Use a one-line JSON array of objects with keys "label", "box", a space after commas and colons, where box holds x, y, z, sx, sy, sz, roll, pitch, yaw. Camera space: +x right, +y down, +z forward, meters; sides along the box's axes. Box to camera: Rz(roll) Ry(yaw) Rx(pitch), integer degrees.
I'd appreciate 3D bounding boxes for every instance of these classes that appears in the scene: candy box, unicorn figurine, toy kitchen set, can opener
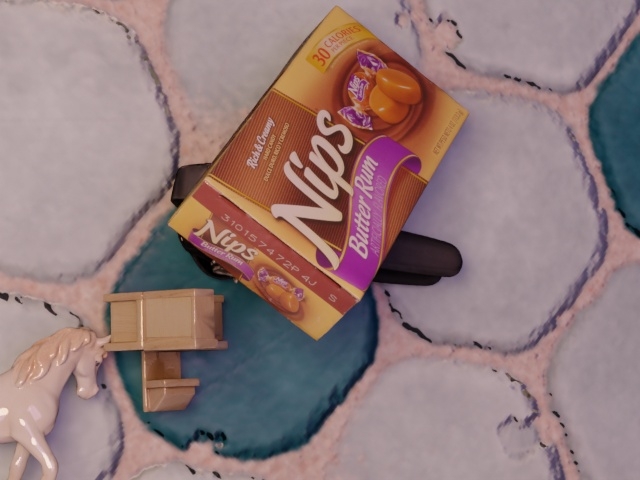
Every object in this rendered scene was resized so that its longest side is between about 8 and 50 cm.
[{"label": "candy box", "box": [0.003, -0.043, 0.972, 0.109, 0.053, 0.187, 39, 44, -5]}, {"label": "unicorn figurine", "box": [-0.181, 0.101, 0.939, 0.162, 0.060, 0.111, 4, 84, -19]}, {"label": "toy kitchen set", "box": [-0.070, 0.063, 0.958, 0.083, 0.075, 0.068, 3, 84, -50]}, {"label": "can opener", "box": [0.000, 0.000, 1.009, 0.186, 0.059, 0.073, 12, 81, -17]}]
